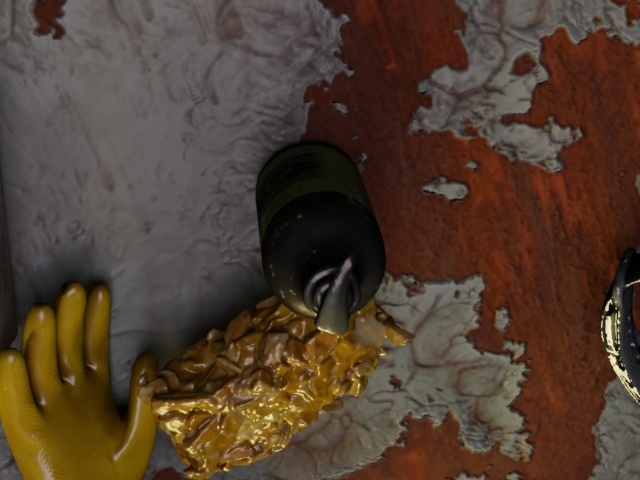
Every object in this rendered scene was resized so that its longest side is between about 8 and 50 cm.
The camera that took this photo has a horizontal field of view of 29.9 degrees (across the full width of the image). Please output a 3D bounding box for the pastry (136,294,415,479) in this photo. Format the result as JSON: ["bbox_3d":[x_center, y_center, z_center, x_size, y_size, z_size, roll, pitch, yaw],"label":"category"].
[{"bbox_3d":[-0.035,0.122,1.100,0.250,0.102,0.154,-29,132,4],"label":"pastry"}]

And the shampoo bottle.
[{"bbox_3d":[0.000,0.000,0.989,0.101,0.284,0.101,-2,110,-4],"label":"shampoo bottle"}]

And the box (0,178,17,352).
[{"bbox_3d":[-0.336,0.001,1.003,0.111,0.194,0.260,-3,107,1],"label":"box"}]

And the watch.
[{"bbox_3d":[0.356,0.088,1.127,0.206,0.068,0.193,48,135,-13],"label":"watch"}]

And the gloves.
[{"bbox_3d":[-0.226,0.178,1.116,0.116,0.133,0.294,7,112,23],"label":"gloves"}]
